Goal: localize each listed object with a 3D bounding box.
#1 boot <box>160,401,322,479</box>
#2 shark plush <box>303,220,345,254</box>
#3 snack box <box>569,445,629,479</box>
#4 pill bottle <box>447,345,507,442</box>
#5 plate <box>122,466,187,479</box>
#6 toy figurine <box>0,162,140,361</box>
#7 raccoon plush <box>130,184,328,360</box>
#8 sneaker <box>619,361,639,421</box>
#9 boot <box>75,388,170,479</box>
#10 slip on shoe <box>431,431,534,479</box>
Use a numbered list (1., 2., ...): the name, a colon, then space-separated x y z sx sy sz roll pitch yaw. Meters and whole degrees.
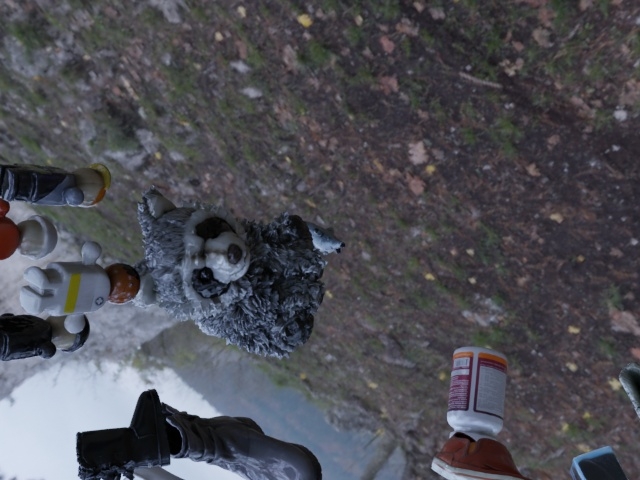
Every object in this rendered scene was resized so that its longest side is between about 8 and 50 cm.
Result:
1. boot: -0.171 0.402 1.183 0.223 0.118 0.338 24 167 -38
2. shark plush: 0.000 0.000 1.302 0.067 0.073 0.161 48 180 -27
3. snack box: 0.454 0.462 0.887 0.187 0.060 0.322 53 -165 -59
4. pill bottle: 0.344 0.355 1.402 0.121 0.221 0.121 10 157 4
5. plate: -0.361 0.547 1.170 0.277 0.278 0.045 -4 137 51
6. toy figurine: -0.325 0.025 0.754 0.148 0.209 0.213 1 -120 -56
7. raccoon plush: -0.202 0.091 1.006 0.446 0.299 0.216 -42 45 44
8. sneaker: 0.593 0.304 0.986 0.182 0.158 0.410 41 -179 -9
9. boot: -0.232 0.225 0.736 0.121 0.099 0.045 -123 35 -50
10. slip on shoe: 0.288 0.392 1.093 0.123 0.101 0.331 32 167 -3
